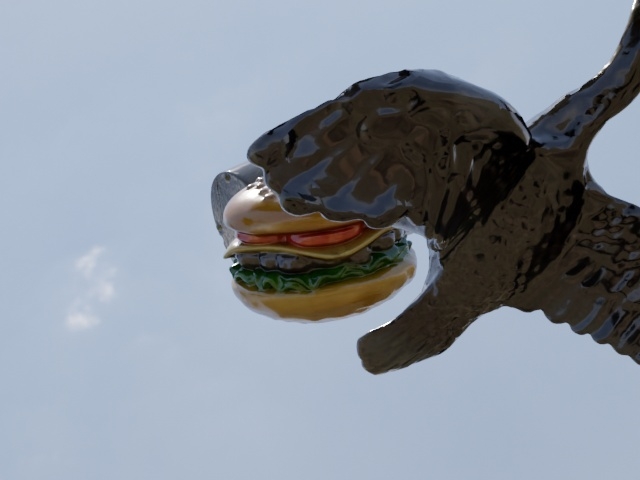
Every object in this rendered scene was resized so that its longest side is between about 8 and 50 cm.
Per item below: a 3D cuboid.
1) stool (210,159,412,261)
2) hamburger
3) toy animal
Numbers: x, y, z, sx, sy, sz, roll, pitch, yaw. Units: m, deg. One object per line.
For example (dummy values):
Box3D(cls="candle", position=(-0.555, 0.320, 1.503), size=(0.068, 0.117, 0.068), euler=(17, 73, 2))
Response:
Box3D(cls="stool", position=(0.015, -0.055, 1.610), size=(0.264, 0.179, 0.179), euler=(-26, -33, -26))
Box3D(cls="hamburger", position=(0.000, 0.000, 1.010), size=(0.162, 0.162, 0.115), euler=(-14, -74, -17))
Box3D(cls="toy animal", position=(0.082, -0.028, 0.543), size=(0.272, 0.197, 0.160), euler=(27, -25, -28))
